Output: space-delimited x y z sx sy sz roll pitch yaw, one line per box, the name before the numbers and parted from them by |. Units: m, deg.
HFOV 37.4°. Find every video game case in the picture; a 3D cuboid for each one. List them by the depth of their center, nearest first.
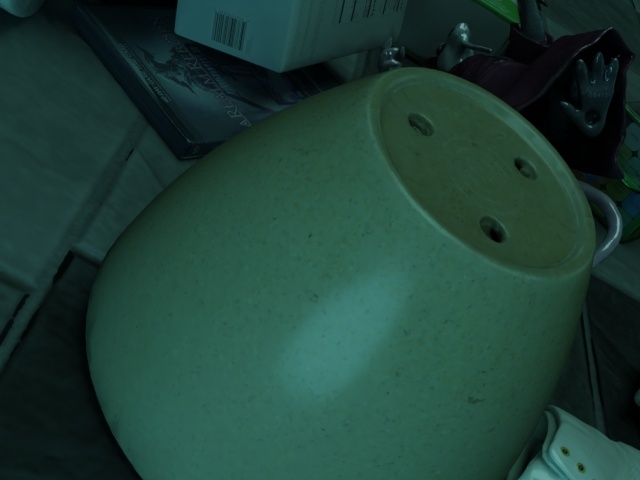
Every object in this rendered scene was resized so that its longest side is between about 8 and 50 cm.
video game case | -0.091 -0.171 0.971 0.274 0.026 0.196 -14 58 -50

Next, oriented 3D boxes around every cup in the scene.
cup | 0.040 0.026 0.635 0.331 0.237 0.331 20 44 -21

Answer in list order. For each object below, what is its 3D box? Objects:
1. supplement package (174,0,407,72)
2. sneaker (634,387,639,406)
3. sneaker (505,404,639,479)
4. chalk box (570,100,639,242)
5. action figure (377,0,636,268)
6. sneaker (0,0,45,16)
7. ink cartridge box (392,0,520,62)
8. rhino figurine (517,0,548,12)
supplement package | -0.016 -0.272 0.984 0.139 0.133 0.244 25 29 25
sneaker | 0.394 0.199 0.892 0.235 0.094 0.153 48 37 17
sneaker | 0.202 0.238 0.677 0.169 0.108 0.292 29 25 -8
chalk box | 0.411 -0.091 1.220 0.213 0.132 0.132 -11 57 -46
action figure | 0.222 -0.157 1.082 0.275 0.248 0.370 60 -1 -24
sneaker | -0.299 -0.282 0.885 0.121 0.079 0.217 25 29 -8
ink cartridge box | 0.158 -0.368 1.335 0.211 0.121 0.289 28 35 -12
rhino figurine | 0.284 -0.460 1.601 0.243 0.073 0.106 32 30 -8
